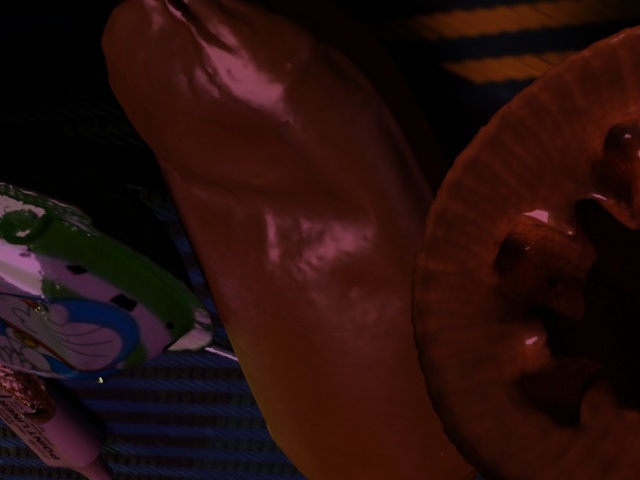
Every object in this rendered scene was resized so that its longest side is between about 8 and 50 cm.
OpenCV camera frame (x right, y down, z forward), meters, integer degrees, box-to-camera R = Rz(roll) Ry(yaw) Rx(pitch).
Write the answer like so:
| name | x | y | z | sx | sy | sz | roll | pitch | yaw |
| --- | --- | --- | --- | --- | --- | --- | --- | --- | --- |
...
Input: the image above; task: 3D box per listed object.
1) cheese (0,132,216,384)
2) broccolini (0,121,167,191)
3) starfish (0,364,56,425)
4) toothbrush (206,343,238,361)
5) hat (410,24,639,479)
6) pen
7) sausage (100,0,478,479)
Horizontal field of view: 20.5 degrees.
| name | x | y | z | sx | sy | sz | roll | pitch | yaw |
| --- | --- | --- | --- | --- | --- | --- | --- | --- | --- |
| cheese | -0.149 | 0.023 | 0.879 | 0.203 | 0.083 | 0.320 | 20 | 161 | 0 |
| broccolini | -0.167 | -0.061 | 0.888 | 0.254 | 0.071 | 0.057 | 10 | 167 | 2 |
| starfish | -0.269 | 0.042 | 1.098 | 0.227 | 0.043 | 0.240 | -25 | 114 | 43 |
| toothbrush | -0.110 | 0.043 | 1.047 | 0.219 | 0.016 | 0.019 | 21 | 147 | 2 |
| hat | 0.189 | 0.029 | 0.736 | 0.233 | 0.244 | 0.233 | 45 | -174 | 16 |
| pen | -0.195 | 0.116 | 1.205 | 0.053 | 0.032 | 0.197 | -4 | 140 | 37 |
| sausage | 0.003 | -0.004 | 0.805 | 0.134 | 0.116 | 0.354 | 19 | 149 | 30 |
